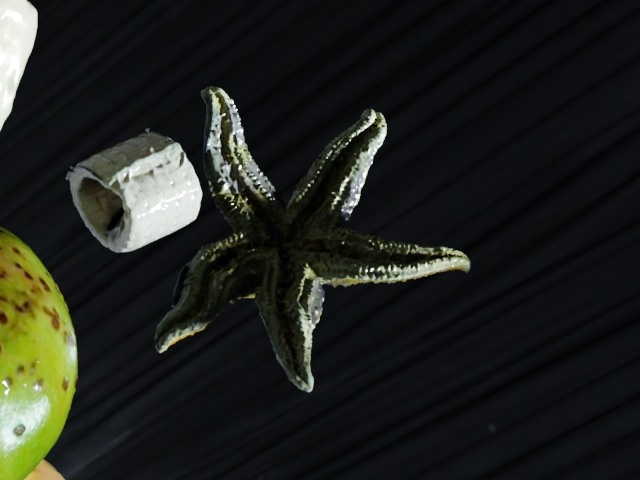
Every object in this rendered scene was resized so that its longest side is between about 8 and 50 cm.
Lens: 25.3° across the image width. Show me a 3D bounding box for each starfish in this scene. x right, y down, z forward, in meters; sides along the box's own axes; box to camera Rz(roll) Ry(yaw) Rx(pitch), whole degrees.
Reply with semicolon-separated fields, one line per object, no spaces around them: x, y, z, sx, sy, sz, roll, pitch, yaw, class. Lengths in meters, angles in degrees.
0.000;0.000;0.813;0.176;0.053;0.208;13;59;0;starfish

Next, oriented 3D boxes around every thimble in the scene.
-0.180;-0.046;1.371;0.090;0.115;0.102;-27;86;-29;thimble

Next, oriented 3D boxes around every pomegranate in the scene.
-0.264;0.124;0.975;0.231;0.231;0.285;-38;114;-62;pomegranate

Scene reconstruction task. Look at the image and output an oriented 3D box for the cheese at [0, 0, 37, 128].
-0.316;-0.090;1.129;0.093;0.262;0.159;23;-2;-42;cheese
